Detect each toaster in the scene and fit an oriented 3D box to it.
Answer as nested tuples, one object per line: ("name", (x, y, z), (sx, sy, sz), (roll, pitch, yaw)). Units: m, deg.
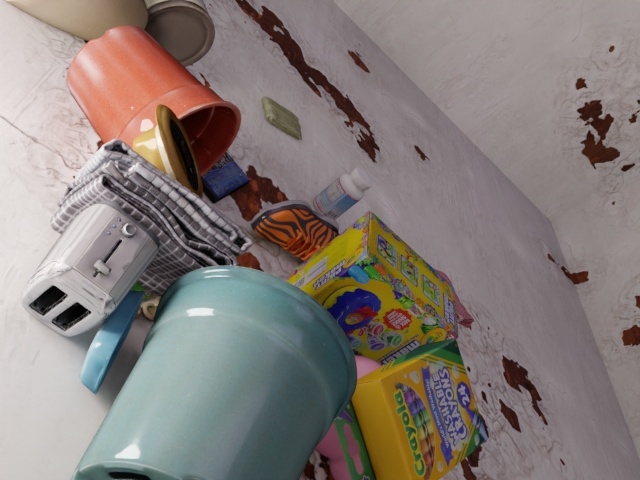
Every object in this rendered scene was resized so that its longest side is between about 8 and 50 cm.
("toaster", (-0.355, 0.049, 1.081), (0.129, 0.227, 0.146), (43, 48, -19))

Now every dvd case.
("dvd case", (-0.287, -0.211, 1.695), (0.253, 0.022, 0.180), (51, 27, -3))

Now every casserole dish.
("casserole dish", (-0.322, 0.149, 1.104), (0.037, 0.114, 0.188), (25, 33, -8))

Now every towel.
("towel", (-0.288, -0.019, 1.188), (0.284, 0.235, 0.121), (38, 60, -22))
("towel", (-0.113, -0.369, 2.158), (0.148, 0.027, 0.110), (27, 35, -40))
("towel", (0.320, 0.127, 2.177), (0.329, 0.037, 0.237), (27, 26, -39))

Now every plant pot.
("plant pot", (-0.509, -0.545, 1.553), (0.274, 0.257, 0.256), (37, 27, -55))
("plant pot", (-0.152, 0.269, 1.006), (0.341, 0.341, 0.334), (45, 35, -14))
("plant pot", (-0.347, -0.266, 1.431), (0.265, 0.272, 0.272), (49, 26, 12))

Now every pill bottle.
("pill bottle", (0.064, -0.130, 1.989), (0.087, 0.160, 0.087), (38, 30, -27))

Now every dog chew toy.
("dog chew toy", (0.092, 0.389, 1.361), (0.331, 0.207, 0.207), (62, 27, 3))

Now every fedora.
("fedora", (-0.264, -0.134, 1.225), (0.194, 0.079, 0.194), (-17, 90, -87))

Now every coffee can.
("coffee can", (-0.398, -0.598, 1.801), (0.202, 0.202, 0.275), (17, 43, -49))

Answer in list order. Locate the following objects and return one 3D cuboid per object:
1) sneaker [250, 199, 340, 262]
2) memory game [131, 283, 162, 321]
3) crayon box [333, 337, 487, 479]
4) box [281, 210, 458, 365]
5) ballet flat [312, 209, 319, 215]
("sneaker", (-0.023, 0.017, 1.712), (0.321, 0.125, 0.180), (13, 45, -51))
("memory game", (-0.335, 0.065, 1.288), (0.186, 0.012, 0.186), (37, 30, -26))
("crayon box", (0.164, 0.315, 1.265), (0.323, 0.083, 0.203), (-14, 86, -50))
("box", (0.094, 0.145, 1.550), (0.279, 0.290, 0.177), (41, 29, -19))
("ballet flat", (0.001, -0.045, 1.925), (0.114, 0.041, 0.041), (41, 28, -23))
